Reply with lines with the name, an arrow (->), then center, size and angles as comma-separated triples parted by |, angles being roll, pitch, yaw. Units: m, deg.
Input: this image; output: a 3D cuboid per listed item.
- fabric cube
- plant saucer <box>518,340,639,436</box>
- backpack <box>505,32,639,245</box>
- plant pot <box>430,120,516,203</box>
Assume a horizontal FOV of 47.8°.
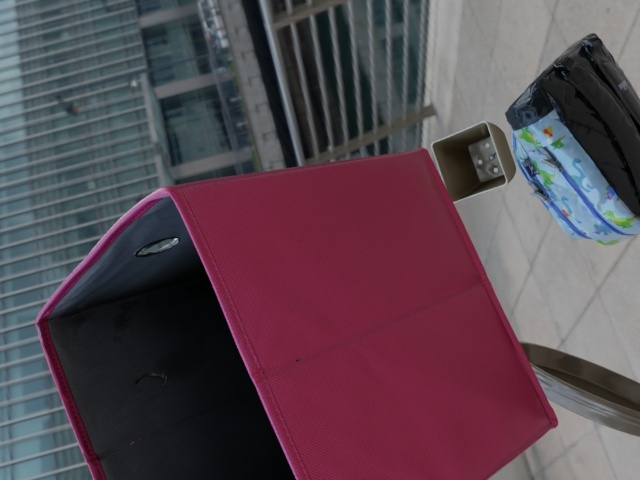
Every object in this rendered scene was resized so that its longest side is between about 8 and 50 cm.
fabric cube -> -0.024, 0.101, 0.573 | 0.254, 0.258, 0.259 | -34, 77, 45
plant saucer -> 0.403, 0.221, 1.071 | 0.278, 0.277, 0.041 | -112, 42, -81
backpack -> 0.521, -0.165, 1.372 | 0.355, 0.290, 0.273 | 44, 141, 4
plant pot -> 0.268, -0.134, 1.216 | 0.096, 0.109, 0.109 | -17, -92, -52
